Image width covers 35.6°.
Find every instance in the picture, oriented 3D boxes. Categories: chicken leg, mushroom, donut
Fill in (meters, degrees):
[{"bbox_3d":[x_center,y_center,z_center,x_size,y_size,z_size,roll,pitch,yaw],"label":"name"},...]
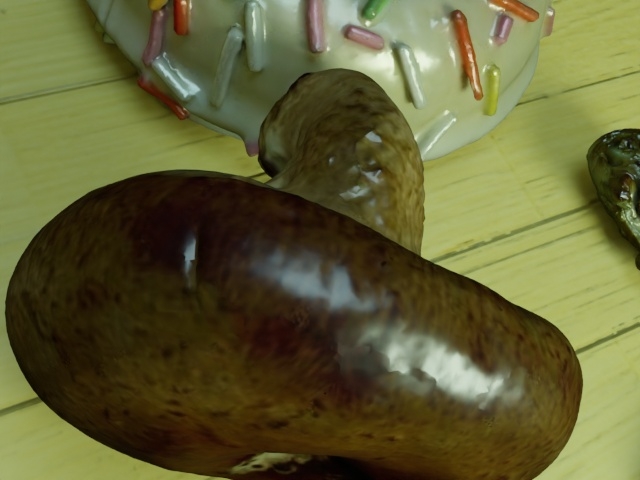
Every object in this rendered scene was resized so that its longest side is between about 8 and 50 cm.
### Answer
[{"bbox_3d":[0.253,-0.003,0.733,0.093,0.070,0.178,-10,75,-52],"label":"chicken leg"},{"bbox_3d":[-0.018,0.027,0.494,0.267,0.267,0.254,-12,84,-26],"label":"mushroom"},{"bbox_3d":[0.004,-0.230,0.728,0.383,0.142,0.382,9,58,-14],"label":"donut"}]
